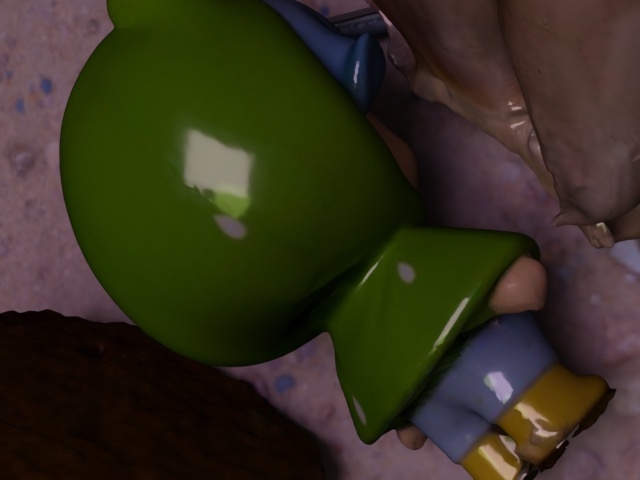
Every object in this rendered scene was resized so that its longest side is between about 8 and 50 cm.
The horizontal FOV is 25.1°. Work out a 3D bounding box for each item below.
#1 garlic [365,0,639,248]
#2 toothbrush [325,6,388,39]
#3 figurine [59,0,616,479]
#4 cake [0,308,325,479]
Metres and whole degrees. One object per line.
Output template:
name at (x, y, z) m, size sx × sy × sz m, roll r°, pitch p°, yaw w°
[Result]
garlic at (0.062, -0.130, 0.498) m, size 0.210 × 0.292 × 0.237 m, roll -6°, pitch 45°, yaw 19°
toothbrush at (-0.028, -0.088, 0.679) m, size 0.219 × 0.016 × 0.019 m, roll -9°, pitch 88°, yaw 31°
figurine at (0.000, 0.000, 0.597) m, size 0.263 × 0.143 × 0.162 m, roll 43°, pitch 143°, yaw 10°
cake at (-0.142, 0.198, 0.662) m, size 0.196 × 0.198 × 0.293 m, roll 24°, pitch 108°, yaw 24°
